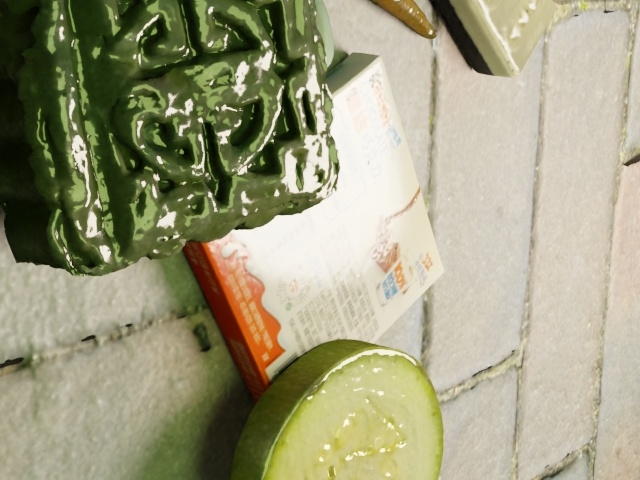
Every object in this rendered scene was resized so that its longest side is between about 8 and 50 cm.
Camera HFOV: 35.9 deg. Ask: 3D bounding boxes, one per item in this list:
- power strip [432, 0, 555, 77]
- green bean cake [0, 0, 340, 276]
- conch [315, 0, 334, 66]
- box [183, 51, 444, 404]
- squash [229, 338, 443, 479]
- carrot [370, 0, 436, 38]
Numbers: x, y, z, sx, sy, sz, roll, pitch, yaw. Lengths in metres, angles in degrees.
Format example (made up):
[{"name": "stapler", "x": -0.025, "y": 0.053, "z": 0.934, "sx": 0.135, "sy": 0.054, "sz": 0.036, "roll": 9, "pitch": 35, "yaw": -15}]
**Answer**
[{"name": "power strip", "x": 0.158, "y": -0.286, "z": 1.019, "sx": 0.257, "sy": 0.070, "sz": 0.105, "roll": 45, "pitch": 69, "yaw": -43}, {"name": "green bean cake", "x": -0.121, "y": -0.113, "z": 0.713, "sx": 0.255, "sy": 0.132, "sz": 0.241, "roll": -17, "pitch": 108, "yaw": -38}, {"name": "conch", "x": -0.032, "y": -0.171, "z": 0.858, "sx": 0.065, "sy": 0.088, "sz": 0.180, "roll": -22, "pitch": 108, "yaw": -73}, {"name": "box", "x": 0.000, "y": 0.000, "z": 0.958, "sx": 0.265, "sy": 0.048, "sz": 0.273, "roll": -40, "pitch": 127, "yaw": -30}, {"name": "squash", "x": 0.025, "y": 0.226, "z": 0.963, "sx": 0.252, "sy": 0.048, "sz": 0.252, "roll": -7, "pitch": 101, "yaw": -42}, {"name": "carrot", "x": 0.049, "y": -0.250, "z": 0.936, "sx": 0.254, "sy": 0.049, "sz": 0.049, "roll": 28, "pitch": 82, "yaw": -51}]
